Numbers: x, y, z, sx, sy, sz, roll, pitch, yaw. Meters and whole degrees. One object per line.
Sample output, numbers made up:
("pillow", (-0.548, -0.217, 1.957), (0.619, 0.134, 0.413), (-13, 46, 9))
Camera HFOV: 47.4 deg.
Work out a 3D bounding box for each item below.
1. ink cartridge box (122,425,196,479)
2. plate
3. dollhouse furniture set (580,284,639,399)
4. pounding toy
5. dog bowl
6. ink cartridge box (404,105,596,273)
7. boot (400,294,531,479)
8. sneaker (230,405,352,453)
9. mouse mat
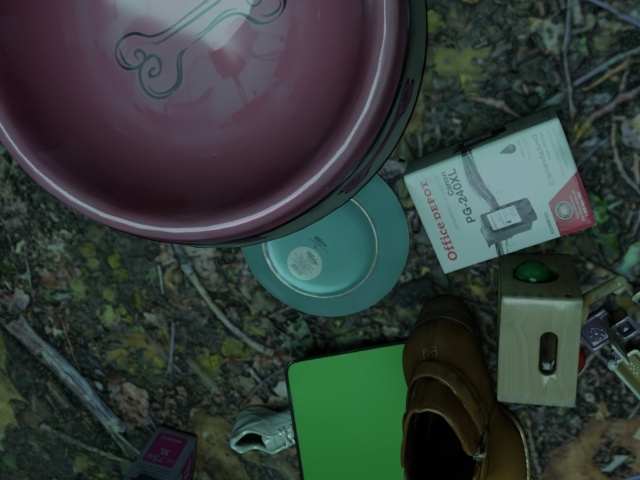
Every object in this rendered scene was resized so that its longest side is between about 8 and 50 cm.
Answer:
("ink cartridge box", (-0.224, 0.377, 0.813), (0.065, 0.311, 0.186), (14, 114, 9))
("plate", (0.000, 0.000, 0.773), (0.188, 0.024, 0.188), (4, 111, 11))
("dollhouse furniture set", (0.321, 0.119, 0.710), (0.091, 0.081, 0.114), (-40, 98, 23))
("pounding toy", (0.220, 0.073, 0.690), (0.100, 0.130, 0.141), (2, 111, 12))
("dog bowl", (-0.106, -0.178, 0.613), (0.407, 0.150, 0.408), (0, 101, 2))
("ink cartridge box", (0.168, -0.046, 0.694), (0.150, 0.063, 0.109), (-20, 105, 19))
("boot", (0.145, 0.214, 0.712), (0.108, 0.220, 0.284), (-8, 109, 16))
("sneaker", (-0.035, 0.221, 0.846), (0.152, 0.061, 0.054), (-15, 105, 17))
("mouse mat", (0.044, 0.207, 0.824), (0.152, 0.007, 0.190), (-9, 108, -5))
